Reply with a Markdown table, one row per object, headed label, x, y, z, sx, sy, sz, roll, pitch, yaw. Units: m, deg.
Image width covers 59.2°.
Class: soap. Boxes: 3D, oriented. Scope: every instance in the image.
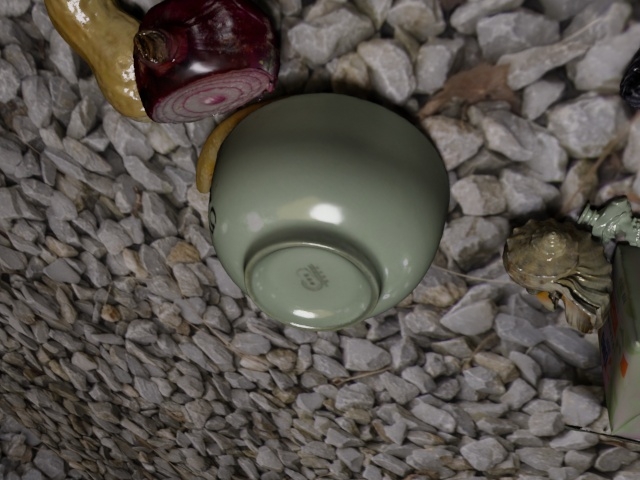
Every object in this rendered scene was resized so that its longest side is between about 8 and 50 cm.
| label | x | y | z | sx | sy | sz | roll | pitch | yaw |
| --- | --- | --- | --- | --- | --- | --- | --- | --- | --- |
| soap | 0.444 | 0.132 | 0.716 | 0.138 | 0.199 | 0.182 | 3 | 128 | 18 |

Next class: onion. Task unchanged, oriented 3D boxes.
| label | x | y | z | sx | sy | sz | roll | pitch | yaw |
| --- | --- | --- | --- | --- | --- | --- | --- | --- | --- |
| onion | -0.160 | -0.233 | 0.687 | 0.195 | 0.218 | 0.140 | -9 | 91 | 22 |

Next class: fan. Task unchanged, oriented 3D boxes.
| label | x | y | z | sx | sy | sz | roll | pitch | yaw |
| --- | --- | --- | --- | --- | --- | --- | --- | --- | --- |
| fan | 0.449 | 0.296 | 0.838 | 0.182 | 0.010 | 0.310 | 8 | 167 | 21 |

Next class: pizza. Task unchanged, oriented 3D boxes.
| label | x | y | z | sx | sy | sz | roll | pitch | yaw |
| --- | --- | --- | --- | --- | --- | --- | --- | --- | --- |
| pizza | -0.096 | -0.132 | 0.842 | 0.270 | 0.056 | 0.134 | -16 | 117 | 32 |

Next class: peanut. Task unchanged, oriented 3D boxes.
| label | x | y | z | sx | sy | sz | roll | pitch | yaw |
| --- | --- | --- | --- | --- | --- | --- | --- | --- | --- |
| peanut | -0.295 | -0.287 | 0.783 | 0.117 | 0.101 | 0.263 | -31 | 108 | 11 |

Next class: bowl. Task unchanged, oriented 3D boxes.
| label | x | y | z | sx | sy | sz | roll | pitch | yaw |
| --- | --- | --- | --- | --- | --- | --- | --- | --- | --- |
| bowl | 0.000 | 0.000 | 0.772 | 0.353 | 0.185 | 0.354 | 6 | 134 | 6 |

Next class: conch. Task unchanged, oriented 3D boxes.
| label | x | y | z | sx | sy | sz | roll | pitch | yaw |
| --- | --- | --- | --- | --- | --- | --- | --- | --- | --- |
| conch | 0.319 | 0.058 | 0.754 | 0.129 | 0.155 | 0.207 | -14 | 140 | 10 |

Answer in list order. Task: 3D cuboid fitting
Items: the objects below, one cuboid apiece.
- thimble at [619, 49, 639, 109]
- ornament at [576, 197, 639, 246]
| label | x | y | z | sx | sy | sz | roll | pitch | yaw |
| --- | --- | --- | --- | --- | --- | --- | --- | --- | --- |
| thimble | 0.367 | -0.177 | 0.577 | 0.066 | 0.095 | 0.104 | 27 | 117 | -1 |
| ornament | 0.384 | -0.021 | 0.730 | 0.092 | 0.041 | 0.069 | 2 | 123 | 35 |
